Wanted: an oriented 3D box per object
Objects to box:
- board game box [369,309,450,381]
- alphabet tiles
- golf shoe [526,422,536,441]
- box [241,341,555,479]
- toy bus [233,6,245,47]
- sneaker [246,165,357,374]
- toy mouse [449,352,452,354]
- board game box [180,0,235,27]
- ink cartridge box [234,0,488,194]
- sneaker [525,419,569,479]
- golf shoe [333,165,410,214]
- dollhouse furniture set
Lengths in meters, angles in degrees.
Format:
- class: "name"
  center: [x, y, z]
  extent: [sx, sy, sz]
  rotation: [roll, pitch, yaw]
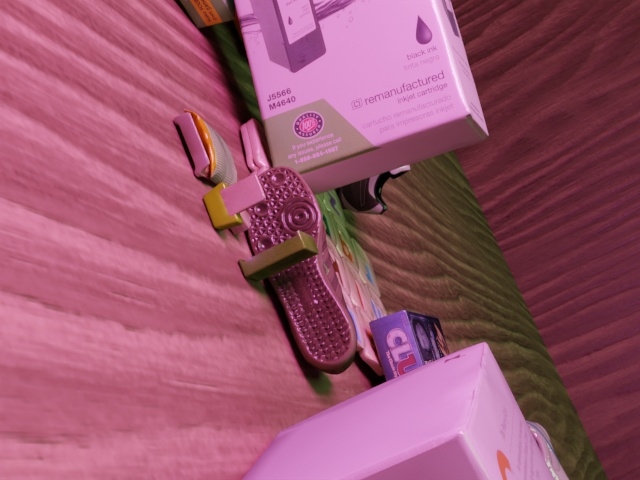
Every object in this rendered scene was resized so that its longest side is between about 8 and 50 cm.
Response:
- class: "board game box"
  center: [0.124, 0.197, 1.103]
  extent: [0.165, 0.042, 0.243]
  rotation: [20, 52, -71]
- class: "alphabet tiles"
  center: [0.000, 0.000, 1.112]
  extent: [0.284, 0.021, 0.278]
  rotation: [50, 18, -46]
- class: "golf shoe"
  center: [0.253, 0.256, 1.493]
  extent: [0.086, 0.067, 0.186]
  rotation: [-107, 172, -75]
- class: "box"
  center: [0.096, 0.265, 0.638]
  extent: [0.345, 0.168, 0.215]
  rotation: [64, 13, -1]
- class: "toy bus"
  center: [-0.009, -0.294, 1.244]
  extent: [0.211, 0.220, 0.149]
  rotation: [36, 26, -51]
- class: "sneaker"
  center: [-0.018, 0.030, 0.930]
  extent: [0.071, 0.066, 0.188]
  rotation: [78, -4, -72]
- class: "toy mouse"
  center: [0.177, 0.196, 1.397]
  extent: [0.143, 0.031, 0.161]
  rotation: [54, 16, -37]
- class: "board game box"
  center: [-0.161, -0.389, 1.017]
  extent: [0.317, 0.046, 0.213]
  rotation: [57, 28, -52]
- class: "ink cartridge box"
  center: [0.031, -0.208, 1.061]
  extent: [0.115, 0.198, 0.273]
  rotation: [19, 55, -70]
- class: "sneaker"
  center: [0.332, 0.372, 1.569]
  extent: [0.092, 0.087, 0.228]
  rotation: [26, 32, -58]
- class: "golf shoe"
  center: [0.077, -0.124, 1.271]
  extent: [0.094, 0.198, 0.077]
  rotation: [26, 13, 17]
- class: "dollhouse furniture set"
  center: [-0.061, -0.047, 0.881]
  extent: [0.151, 0.058, 0.076]
  rotation: [67, 13, 16]
